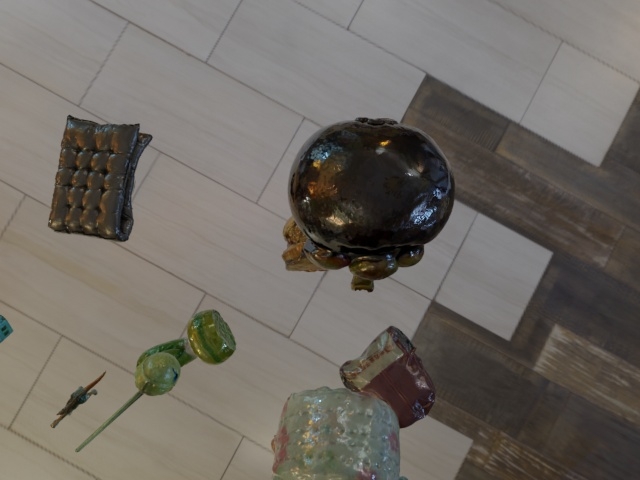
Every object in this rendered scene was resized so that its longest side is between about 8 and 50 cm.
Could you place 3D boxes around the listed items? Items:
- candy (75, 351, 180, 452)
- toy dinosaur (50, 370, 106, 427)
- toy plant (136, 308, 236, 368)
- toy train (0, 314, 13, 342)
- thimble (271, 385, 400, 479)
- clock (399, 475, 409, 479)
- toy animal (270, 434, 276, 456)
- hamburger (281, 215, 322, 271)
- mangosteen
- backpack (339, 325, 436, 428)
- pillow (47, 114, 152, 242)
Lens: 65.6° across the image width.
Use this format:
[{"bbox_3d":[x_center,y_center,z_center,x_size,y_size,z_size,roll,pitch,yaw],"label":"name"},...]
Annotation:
[{"bbox_3d":[-0.429,0.364,1.081,0.335,0.093,0.092,-44,124,12],"label":"candy"},{"bbox_3d":[-0.604,0.395,1.225,0.187,0.106,0.044,-36,94,31],"label":"toy dinosaur"},{"bbox_3d":[-0.454,0.368,1.636,0.315,0.224,0.185,-28,80,2],"label":"toy plant"},{"bbox_3d":[-0.265,0.053,0.366,0.029,0.092,0.045,14,43,16],"label":"toy train"},{"bbox_3d":[0.020,0.336,0.793,0.210,0.185,0.149,-8,49,20],"label":"thimble"},{"bbox_3d":[0.223,0.851,1.586,0.094,0.223,0.274,45,128,32],"label":"clock"},{"bbox_3d":[-0.112,0.694,1.625,0.081,0.091,0.114,-21,45,-19],"label":"toy animal"},{"bbox_3d":[0.000,0.000,1.458,0.244,0.244,0.163,-8,76,-2],"label":"hamburger"},{"bbox_3d":[0.081,-0.051,0.836,0.274,0.275,0.303,3,108,-2],"label":"mangosteen"},{"bbox_3d":[0.259,0.502,1.774,0.283,0.197,0.317,-41,75,2],"label":"backpack"},{"bbox_3d":[-0.608,-0.168,1.360,0.227,0.101,0.327,8,84,10],"label":"pillow"}]
